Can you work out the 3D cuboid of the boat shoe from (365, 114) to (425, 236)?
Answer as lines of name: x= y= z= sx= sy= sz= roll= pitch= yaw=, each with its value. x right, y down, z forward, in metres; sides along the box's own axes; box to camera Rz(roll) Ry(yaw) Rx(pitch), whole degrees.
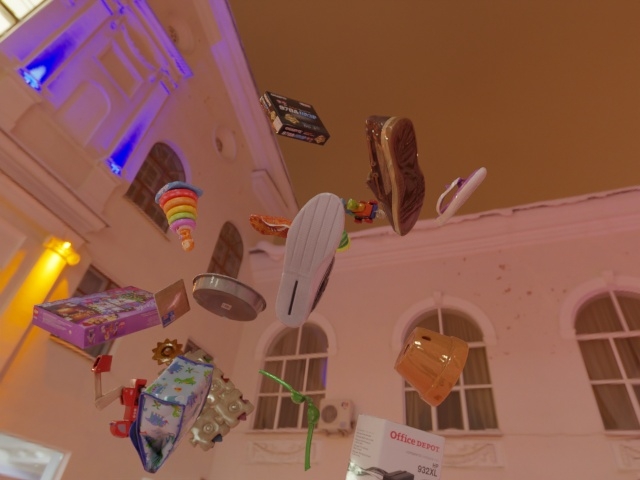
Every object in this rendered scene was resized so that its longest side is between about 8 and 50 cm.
boat shoe: x=0.179 y=-0.161 z=1.059 sx=0.123 sy=0.123 sz=0.342 roll=26 pitch=-31 yaw=39

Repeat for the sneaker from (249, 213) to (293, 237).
sneaker: x=-0.152 y=-0.050 z=1.355 sx=0.174 sy=0.067 sz=0.064 roll=17 pitch=-57 yaw=17

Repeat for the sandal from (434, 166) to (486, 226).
sandal: x=0.527 y=-0.173 z=1.672 sx=0.102 sy=0.169 sz=0.416 roll=42 pitch=-19 yaw=12

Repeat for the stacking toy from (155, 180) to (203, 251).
stacking toy: x=-0.590 y=-0.086 z=1.775 sx=0.175 sy=0.302 sz=0.165 roll=-31 pitch=-27 yaw=26

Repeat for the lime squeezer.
lime squeezer: x=-0.069 y=0.496 z=1.226 sx=0.109 sy=0.311 sz=0.059 roll=-37 pitch=-25 yaw=8

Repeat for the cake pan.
cake pan: x=-0.347 y=0.222 z=1.548 sx=0.292 sy=0.054 sz=0.293 roll=12 pitch=-34 yaw=8

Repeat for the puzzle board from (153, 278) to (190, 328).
puzzle board: x=-0.407 y=0.171 z=1.138 sx=0.011 sy=0.128 sz=0.097 roll=-6 pitch=-78 yaw=18

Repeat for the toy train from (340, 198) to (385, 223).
toy train: x=0.180 y=-0.140 z=1.794 sx=0.143 sy=0.105 sz=0.248 roll=18 pitch=-6 yaw=-25

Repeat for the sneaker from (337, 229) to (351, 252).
sneaker: x=0.000 y=0.000 z=2.036 sx=0.295 sy=0.109 sz=0.124 roll=-7 pitch=-74 yaw=7

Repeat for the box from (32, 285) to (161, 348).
box: x=-0.571 y=0.196 z=1.128 sx=0.200 sy=0.057 sz=0.293 roll=13 pitch=10 yaw=24

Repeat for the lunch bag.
lunch bag: x=-0.258 y=0.302 z=0.726 sx=0.096 sy=0.129 sz=0.151 roll=14 pitch=-74 yaw=6

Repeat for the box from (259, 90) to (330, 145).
box: x=-0.088 y=-0.430 z=1.468 sx=0.220 sy=0.175 sz=0.051 roll=2 pitch=-38 yaw=-44

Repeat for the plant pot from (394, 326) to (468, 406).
plant pot: x=0.435 y=0.490 z=1.684 sx=0.203 sy=0.291 sz=0.291 roll=30 pitch=-38 yaw=9

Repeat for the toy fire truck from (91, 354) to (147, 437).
toy fire truck: x=-0.514 y=0.392 z=1.043 sx=0.135 sy=0.192 sz=0.047 roll=20 pitch=-27 yaw=-38

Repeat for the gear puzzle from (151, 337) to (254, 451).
gear puzzle: x=-0.348 y=0.395 z=1.113 sx=0.338 sy=0.175 sz=0.044 roll=38 pitch=-41 yaw=24

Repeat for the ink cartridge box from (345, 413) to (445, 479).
ink cartridge box: x=0.188 y=0.644 z=1.086 sx=0.223 sy=0.308 sz=0.129 roll=26 pitch=-25 yaw=-22

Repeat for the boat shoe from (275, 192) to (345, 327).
boat shoe: x=-0.025 y=0.043 z=1.004 sx=0.121 sy=0.119 sz=0.336 roll=23 pitch=-78 yaw=11
